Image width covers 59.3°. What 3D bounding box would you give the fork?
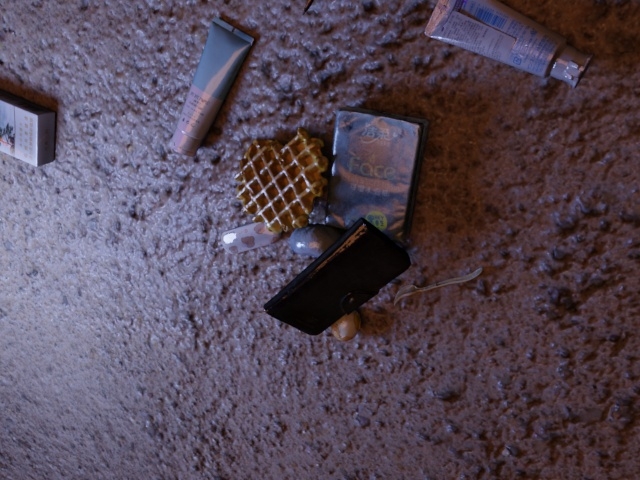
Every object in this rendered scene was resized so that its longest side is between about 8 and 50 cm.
[{"bbox_3d":[0.254,0.098,1.243,0.220,0.034,0.028,-23,107,28],"label":"fork"}]

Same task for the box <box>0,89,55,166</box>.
[{"bbox_3d":[-0.836,-0.313,1.533,0.233,0.067,0.149,23,115,15],"label":"box"}]

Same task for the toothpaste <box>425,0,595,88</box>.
[{"bbox_3d":[0.341,-0.371,1.026,0.299,0.073,0.114,33,118,17],"label":"toothpaste"}]

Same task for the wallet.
[{"bbox_3d":[0.037,0.096,1.231,0.172,0.045,0.318,36,117,-30],"label":"wallet"}]

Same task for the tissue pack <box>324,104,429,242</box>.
[{"bbox_3d":[0.115,-0.141,1.189,0.186,0.081,0.256,13,114,17],"label":"tissue pack"}]

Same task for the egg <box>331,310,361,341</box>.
[{"bbox_3d":[0.059,0.202,1.340,0.071,0.071,0.083,9,110,20],"label":"egg"}]

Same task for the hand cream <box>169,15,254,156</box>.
[{"bbox_3d":[-0.260,-0.346,1.295,0.111,0.070,0.312,35,110,10],"label":"hand cream"}]

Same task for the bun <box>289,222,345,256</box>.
[{"bbox_3d":[0.000,0.000,1.265,0.141,0.141,0.083,9,89,20],"label":"bun"}]

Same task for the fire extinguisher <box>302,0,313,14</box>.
[{"bbox_3d":[-0.051,-0.582,1.110,0.106,0.075,0.252,-14,104,39],"label":"fire extinguisher"}]

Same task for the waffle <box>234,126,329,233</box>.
[{"bbox_3d":[-0.095,-0.143,1.256,0.253,0.056,0.248,32,112,33],"label":"waffle"}]

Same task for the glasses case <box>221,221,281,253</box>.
[{"bbox_3d":[-0.171,-0.010,1.377,0.164,0.041,0.063,-14,103,27],"label":"glasses case"}]
